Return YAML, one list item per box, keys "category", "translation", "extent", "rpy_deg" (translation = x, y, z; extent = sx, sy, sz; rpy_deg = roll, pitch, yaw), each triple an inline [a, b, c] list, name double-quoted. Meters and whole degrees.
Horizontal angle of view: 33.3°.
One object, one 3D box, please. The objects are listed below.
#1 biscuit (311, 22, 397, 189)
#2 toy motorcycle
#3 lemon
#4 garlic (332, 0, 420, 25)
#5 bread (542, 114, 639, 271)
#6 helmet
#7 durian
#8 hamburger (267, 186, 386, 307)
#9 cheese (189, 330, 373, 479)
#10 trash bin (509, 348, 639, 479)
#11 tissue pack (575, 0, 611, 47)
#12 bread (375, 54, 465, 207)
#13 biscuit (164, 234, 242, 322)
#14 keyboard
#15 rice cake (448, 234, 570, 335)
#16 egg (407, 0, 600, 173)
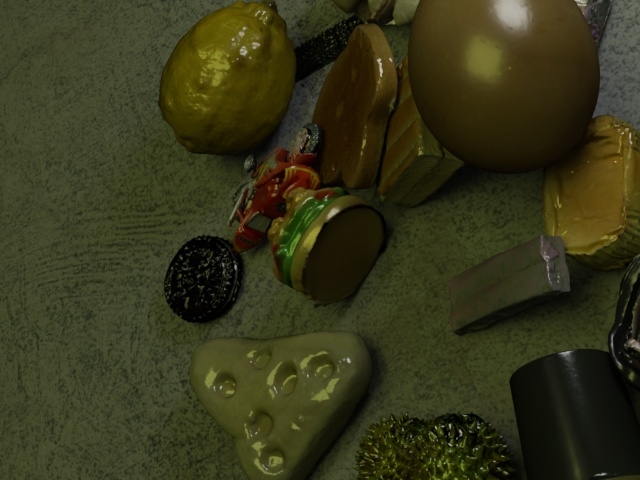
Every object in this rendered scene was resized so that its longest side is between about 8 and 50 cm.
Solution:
- category: "biscuit"
  translation: [0.068, -0.226, 2.035]
  extent: [0.344, 0.057, 0.287]
  rpy_deg: [119, 147, -47]
- category: "toy motorcycle"
  translation: [-0.091, -0.108, 2.156]
  extent: [0.298, 0.089, 0.171]
  rpy_deg: [-43, 45, 37]
- category: "lemon"
  translation: [-0.185, -0.328, 2.219]
  extent: [0.316, 0.285, 0.285]
  rpy_deg: [-27, 60, 7]
- category: "garlic"
  translation: [0.125, -0.522, 2.132]
  extent: [0.281, 0.184, 0.203]
  rpy_deg: [14, 110, 17]
- category: "bread"
  translation: [0.471, -0.076, 1.765]
  extent: [0.179, 0.133, 0.250]
  rpy_deg: [-14, 64, 35]
- category: "helmet"
  translation: [0.557, 0.130, 1.634]
  extent: [0.198, 0.154, 0.253]
  rpy_deg: [7, 58, 52]
- category: "durian"
  translation: [0.189, 0.391, 1.734]
  extent: [0.291, 0.291, 0.225]
  rpy_deg: [-7, 80, 33]
- category: "hamburger"
  translation: [0.000, 0.000, 2.016]
  extent: [0.149, 0.237, 0.237]
  rpy_deg: [32, 94, 36]
- category: "cheese"
  translation: [-0.069, 0.253, 2.030]
  extent: [0.328, 0.129, 0.351]
  rpy_deg: [-47, 57, 16]
- category: "trash bin"
  translation: [0.409, 0.348, 1.624]
  extent: [0.214, 0.214, 0.334]
  rpy_deg: [-23, 59, 27]
- category: "tissue pack"
  translation: [0.376, -0.380, 1.937]
  extent: [0.256, 0.123, 0.215]
  rpy_deg: [10, 80, 35]
- category: "bread"
  translation: [0.178, -0.208, 1.963]
  extent: [0.246, 0.111, 0.239]
  rpy_deg: [132, 143, -63]
- category: "biscuit"
  translation: [-0.248, 0.081, 2.257]
  extent: [0.194, 0.053, 0.195]
  rpy_deg: [-11, 70, 32]
- category: "keyboard"
  translation: [0.007, -0.406, 2.260]
  extent: [0.231, 0.023, 0.072]
  rpy_deg: [-25, 64, 26]
- category: "rice cake"
  translation: [0.310, 0.076, 1.802]
  extent: [0.298, 0.050, 0.106]
  rpy_deg: [-35, 53, 58]
- category: "egg"
  translation: [0.290, -0.287, 1.730]
  extent: [0.301, 0.301, 0.374]
  rpy_deg: [-28, 59, 24]
